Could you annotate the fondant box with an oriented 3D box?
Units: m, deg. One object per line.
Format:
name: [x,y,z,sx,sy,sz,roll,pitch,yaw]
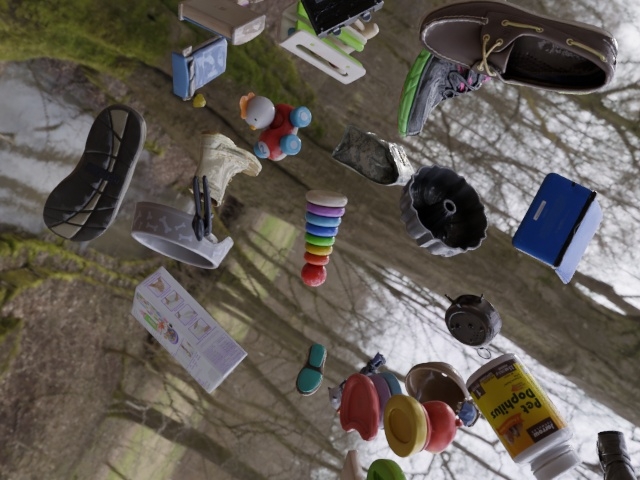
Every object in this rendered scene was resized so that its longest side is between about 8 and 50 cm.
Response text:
fondant box: [-0.368,0.252,1.652,0.096,0.330,0.238,-44,177,-31]

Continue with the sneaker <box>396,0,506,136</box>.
sneaker: [0.376,-0.478,1.646,0.482,0.202,0.185,-54,175,-2]

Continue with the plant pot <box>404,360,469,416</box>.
plant pot: [0.435,0.519,2.195,0.110,0.237,0.237,-47,172,-46]

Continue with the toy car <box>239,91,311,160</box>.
toy car: [-0.202,-0.419,2.137,0.219,0.238,0.210,5,-108,54]

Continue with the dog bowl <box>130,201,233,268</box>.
dog bowl: [-0.472,-0.008,2.019,0.349,0.349,0.102,129,-18,-74]

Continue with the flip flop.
flip flop: [-0.382,-0.114,1.041,0.277,0.112,0.080,-58,-166,18]

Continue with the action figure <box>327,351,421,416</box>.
action figure: [0.189,0.559,2.120,0.178,0.330,0.341,-91,-161,-49]

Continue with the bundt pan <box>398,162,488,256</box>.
bundt pan: [0.398,-0.088,2.038,0.124,0.331,0.330,-41,-163,51]

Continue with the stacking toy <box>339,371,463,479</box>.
stacking toy: [0.164,0.436,1.299,0.309,0.131,0.279,-166,-99,-65]

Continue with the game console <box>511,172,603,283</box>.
game console: [0.812,-0.040,2.054,0.293,0.250,0.173,-60,169,-7]

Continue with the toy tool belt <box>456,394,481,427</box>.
toy tool belt: [0.326,0.372,1.330,0.052,0.051,0.083,28,-68,46]

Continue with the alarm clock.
alarm clock: [0.375,0.216,1.470,0.129,0.192,0.064,-6,-152,45]

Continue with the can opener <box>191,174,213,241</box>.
can opener: [-0.325,-0.092,1.667,0.073,0.059,0.186,-138,-131,-60]

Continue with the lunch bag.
lunch bag: [0.223,-0.306,2.291,0.168,0.287,0.235,-61,162,15]

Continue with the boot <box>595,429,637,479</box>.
boot: [0.765,0.653,1.551,0.222,0.118,0.338,-81,167,-48]

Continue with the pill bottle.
pill bottle: [0.364,0.318,1.077,0.117,0.215,0.117,-23,149,-15]

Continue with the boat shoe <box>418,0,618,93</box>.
boat shoe: [0.314,-0.313,0.985,0.096,0.325,0.116,-63,165,-44]

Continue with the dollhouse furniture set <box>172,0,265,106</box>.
dollhouse furniture set: [-0.269,-0.559,1.792,0.286,0.198,0.303,-45,159,-40]

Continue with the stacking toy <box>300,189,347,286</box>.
stacking toy: [0.000,0.000,2.052,0.141,0.141,0.330,-71,169,-76]

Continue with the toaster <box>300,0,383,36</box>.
toaster: [0.031,-0.566,1.356,0.168,0.185,0.110,-25,-175,9]

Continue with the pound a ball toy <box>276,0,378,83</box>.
pound a ball toy: [0.023,-0.617,1.830,0.136,0.319,0.208,-15,-116,45]

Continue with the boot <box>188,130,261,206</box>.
boot: [-0.292,-0.196,1.855,0.262,0.095,0.203,32,66,-57]

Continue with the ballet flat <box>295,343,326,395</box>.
ballet flat: [-0.027,0.382,1.716,0.206,0.073,0.067,-61,171,-57]
